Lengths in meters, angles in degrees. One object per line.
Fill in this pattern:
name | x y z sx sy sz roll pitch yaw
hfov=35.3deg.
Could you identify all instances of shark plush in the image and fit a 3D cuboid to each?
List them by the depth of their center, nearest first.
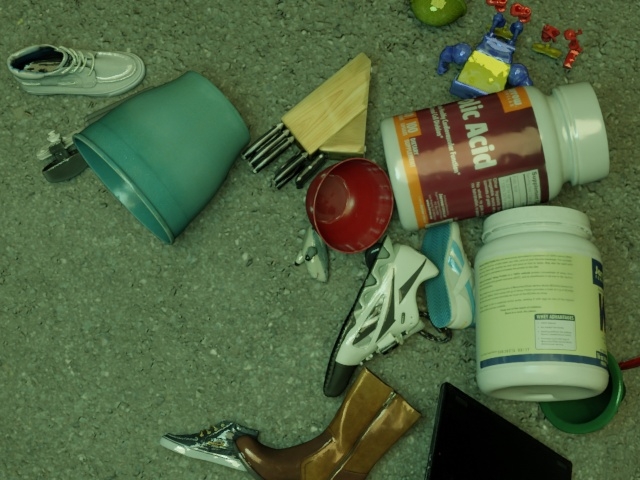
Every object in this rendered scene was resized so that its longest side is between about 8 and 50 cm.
shark plush | 0.000 0.000 1.990 0.067 0.073 0.161 20 61 -16

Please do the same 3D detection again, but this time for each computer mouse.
computer mouse | 0.173 0.104 1.971 0.071 0.041 0.242 -37 91 11

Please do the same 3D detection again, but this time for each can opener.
can opener | -0.437 -0.217 2.008 0.280 0.074 0.093 -30 118 -2

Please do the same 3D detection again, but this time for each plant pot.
plant pot | -0.283 -0.177 1.905 0.271 0.272 0.255 45 77 6

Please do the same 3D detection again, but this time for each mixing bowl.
mixing bowl | 0.039 -0.074 1.922 0.181 0.098 0.182 -8 105 -32

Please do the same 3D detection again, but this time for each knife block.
knife block | -0.027 -0.235 1.987 0.242 0.088 0.276 5 83 1

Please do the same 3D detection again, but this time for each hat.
hat | 0.556 0.291 1.945 0.208 0.183 0.173 -20 65 41

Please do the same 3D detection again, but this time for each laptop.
laptop | 0.234 0.532 1.816 0.382 0.236 0.408 35 54 -31

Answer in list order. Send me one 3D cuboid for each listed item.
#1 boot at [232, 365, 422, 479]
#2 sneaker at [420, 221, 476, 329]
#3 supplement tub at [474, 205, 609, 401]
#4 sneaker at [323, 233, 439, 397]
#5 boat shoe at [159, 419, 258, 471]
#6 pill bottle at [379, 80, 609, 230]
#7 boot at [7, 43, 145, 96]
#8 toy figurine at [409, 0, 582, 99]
boot | 0.010 0.355 1.863 0.264 0.096 0.280 36 96 -7
sneaker | 0.256 0.063 1.954 0.092 0.087 0.229 11 68 -33
supplement tub | 0.402 0.120 1.851 0.235 0.235 0.325 2 73 1
sneaker | 0.116 0.167 1.903 0.146 0.122 0.331 26 97 -1
boat shoe | -0.211 0.378 1.925 0.183 0.065 0.083 16 82 -4
pill bottle | 0.323 -0.163 1.885 0.392 0.224 0.224 -13 83 6
boot | -0.482 -0.338 1.987 0.258 0.123 0.095 -7 83 0
toy figurine | 0.302 -0.352 1.957 0.362 0.191 0.217 23 88 4
